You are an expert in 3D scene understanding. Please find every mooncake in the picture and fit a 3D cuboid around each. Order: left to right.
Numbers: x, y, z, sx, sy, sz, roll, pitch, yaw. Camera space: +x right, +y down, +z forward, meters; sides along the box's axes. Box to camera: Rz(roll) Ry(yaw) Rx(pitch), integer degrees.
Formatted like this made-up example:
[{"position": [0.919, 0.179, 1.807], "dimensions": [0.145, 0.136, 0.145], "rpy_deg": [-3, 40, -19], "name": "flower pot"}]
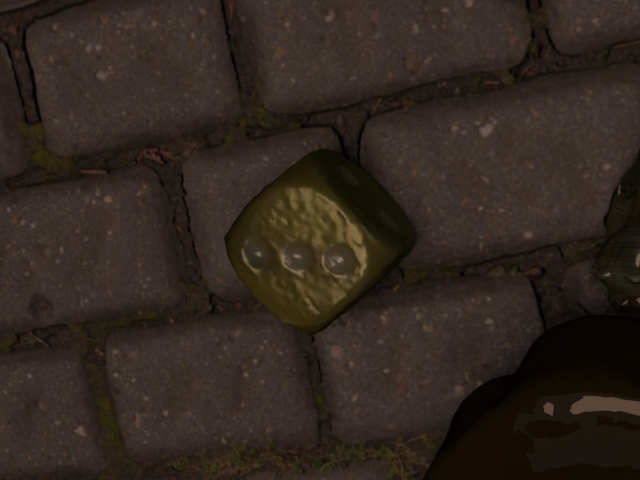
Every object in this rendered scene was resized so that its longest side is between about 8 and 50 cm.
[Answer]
[{"position": [0.347, 0.307, 1.253], "dimensions": [0.466, 0.262, 0.467], "rpy_deg": [9, 116, 20], "name": "mooncake"}]

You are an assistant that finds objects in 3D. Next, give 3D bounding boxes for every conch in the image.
[{"position": [0.374, -0.003, 1.302], "dimensions": [0.114, 0.137, 0.234], "rpy_deg": [17, 81, -10], "name": "conch"}]

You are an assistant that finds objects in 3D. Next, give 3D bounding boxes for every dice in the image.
[{"position": [0.000, 0.000, 1.399], "dimensions": [0.169, 0.169, 0.166], "rpy_deg": [47, 110, 6], "name": "dice"}]
